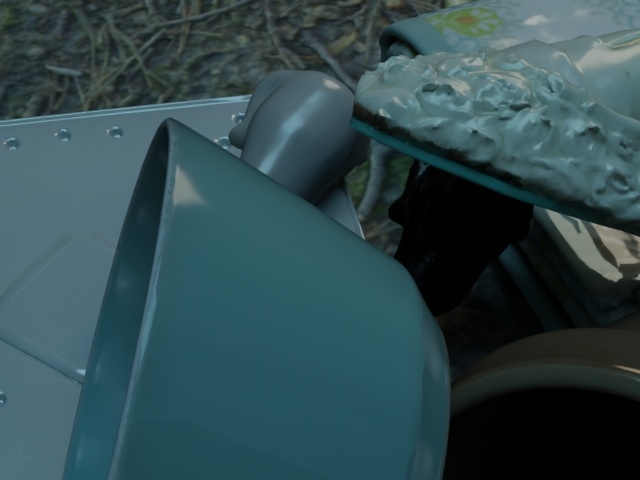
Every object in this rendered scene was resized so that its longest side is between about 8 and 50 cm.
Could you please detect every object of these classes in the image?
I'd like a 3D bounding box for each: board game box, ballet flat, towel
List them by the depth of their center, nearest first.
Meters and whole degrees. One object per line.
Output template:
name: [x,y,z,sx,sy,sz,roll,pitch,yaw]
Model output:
ballet flat: [0.218,-0.053,0.963,0.409,0.147,0.147,22,45,-12]
board game box: [-0.153,0.060,1.050,0.390,0.050,0.390,-7,47,-11]
towel: [0.258,-0.072,1.182,0.321,0.090,0.374,-13,49,-19]

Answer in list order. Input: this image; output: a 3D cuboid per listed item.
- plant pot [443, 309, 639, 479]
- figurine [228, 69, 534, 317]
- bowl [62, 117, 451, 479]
plant pot: [0.199,0.141,0.884,0.263,0.263,0.229,26,33,20]
figurine: [0.000,0.000,1.030,0.215,0.092,0.209,26,54,21]
bowl: [-0.038,0.106,0.792,0.163,0.311,0.311,13,45,-10]
